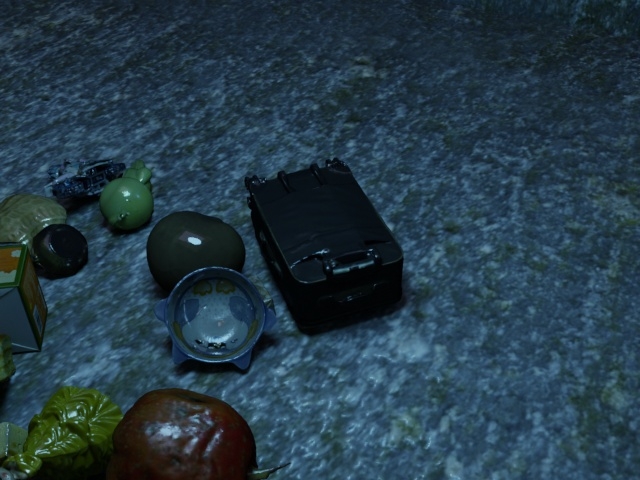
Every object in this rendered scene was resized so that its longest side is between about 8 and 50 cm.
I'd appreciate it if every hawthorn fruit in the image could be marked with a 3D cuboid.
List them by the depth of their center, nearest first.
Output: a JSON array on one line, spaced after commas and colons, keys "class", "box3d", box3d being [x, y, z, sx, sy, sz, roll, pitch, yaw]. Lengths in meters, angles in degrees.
[{"class": "hawthorn fruit", "box3d": [-0.230, 0.378, 1.383, 0.262, 0.258, 0.258, 41, 53, 15]}]

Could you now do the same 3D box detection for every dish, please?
[{"class": "dish", "box3d": [-0.227, 0.174, 1.725, 0.236, 0.086, 0.227, 28, 74, 1]}]

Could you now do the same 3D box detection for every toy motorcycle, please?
[{"class": "toy motorcycle", "box3d": [-0.651, -0.160, 2.142, 0.204, 0.108, 0.239, 3, 7, 25]}]

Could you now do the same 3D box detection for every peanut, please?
[{"class": "peanut", "box3d": [-0.733, -0.024, 1.981, 0.197, 0.110, 0.233, 18, 41, 22]}]

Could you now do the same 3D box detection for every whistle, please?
[{"class": "whistle", "box3d": [-0.475, -0.117, 2.098, 0.141, 0.141, 0.294, 3, 22, 6]}]

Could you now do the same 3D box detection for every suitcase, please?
[{"class": "suitcase", "box3d": [0.000, 0.000, 1.859, 0.283, 0.194, 0.434, -14, 41, -15]}]

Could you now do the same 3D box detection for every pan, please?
[{"class": "pan", "box3d": [-0.622, 0.039, 1.898, 0.128, 0.048, 0.202, 42, 50, -8]}]

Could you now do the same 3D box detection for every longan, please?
[{"class": "longan", "box3d": [-0.279, 0.036, 1.826, 0.220, 0.196, 0.196, 11, 39, -4]}]

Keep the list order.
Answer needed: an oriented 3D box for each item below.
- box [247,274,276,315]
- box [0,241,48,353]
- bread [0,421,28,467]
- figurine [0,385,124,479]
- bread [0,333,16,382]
[{"class": "box", "box3d": [-0.138, 0.129, 1.813, 0.045, 0.062, 0.098, -21, 45, -16]}, {"class": "box", "box3d": [-0.691, 0.126, 1.727, 0.178, 0.194, 0.148, -6, 40, -4]}, {"class": "bread", "box3d": [-0.570, 0.384, 1.492, 0.080, 0.109, 0.084, -21, 54, 11]}, {"class": "figurine", "box3d": [-0.483, 0.380, 1.358, 0.187, 0.168, 0.315, 24, 23, 15]}, {"class": "bread", "box3d": [-0.725, 0.244, 1.591, 0.234, 0.110, 0.184, -12, -2, -15]}]
